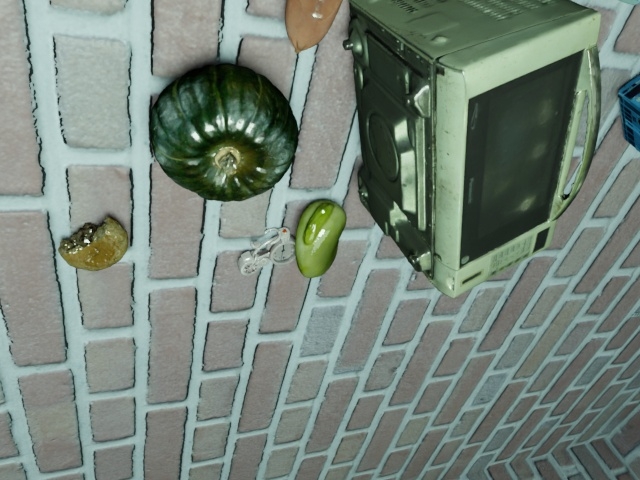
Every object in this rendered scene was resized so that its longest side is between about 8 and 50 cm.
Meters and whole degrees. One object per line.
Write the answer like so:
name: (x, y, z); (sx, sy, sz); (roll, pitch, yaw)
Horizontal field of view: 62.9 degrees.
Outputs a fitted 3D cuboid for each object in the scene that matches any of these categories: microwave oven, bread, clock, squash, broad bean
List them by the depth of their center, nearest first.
squash: (-0.141, -0.155, 0.777); (0.218, 0.172, 0.218); (1, 157, 0)
microwave oven: (0.202, -0.163, 0.810); (0.247, 0.333, 0.394); (-21, 134, -11)
bread: (-0.381, 0.008, 0.895); (0.113, 0.060, 0.082); (-25, 135, 1)
broad bean: (0.000, 0.000, 1.025); (0.124, 0.082, 0.174); (-40, 145, -48)
clock: (-0.106, 0.023, 1.044); (0.129, 0.041, 0.087); (-23, 139, -11)

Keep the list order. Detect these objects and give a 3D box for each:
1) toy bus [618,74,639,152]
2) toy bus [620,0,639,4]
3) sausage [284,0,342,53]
toy bus: (0.691, -0.265, 1.096); (0.090, 0.106, 0.185); (-34, 140, 13)
toy bus: (0.520, -0.530, 0.750); (0.190, 0.152, 0.312); (-17, 135, -10)
sausage: (0.038, -0.440, 0.661); (0.088, 0.087, 0.433); (4, 127, -27)
